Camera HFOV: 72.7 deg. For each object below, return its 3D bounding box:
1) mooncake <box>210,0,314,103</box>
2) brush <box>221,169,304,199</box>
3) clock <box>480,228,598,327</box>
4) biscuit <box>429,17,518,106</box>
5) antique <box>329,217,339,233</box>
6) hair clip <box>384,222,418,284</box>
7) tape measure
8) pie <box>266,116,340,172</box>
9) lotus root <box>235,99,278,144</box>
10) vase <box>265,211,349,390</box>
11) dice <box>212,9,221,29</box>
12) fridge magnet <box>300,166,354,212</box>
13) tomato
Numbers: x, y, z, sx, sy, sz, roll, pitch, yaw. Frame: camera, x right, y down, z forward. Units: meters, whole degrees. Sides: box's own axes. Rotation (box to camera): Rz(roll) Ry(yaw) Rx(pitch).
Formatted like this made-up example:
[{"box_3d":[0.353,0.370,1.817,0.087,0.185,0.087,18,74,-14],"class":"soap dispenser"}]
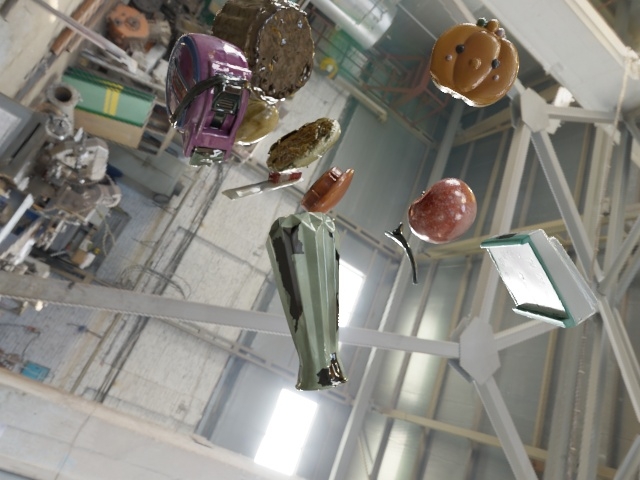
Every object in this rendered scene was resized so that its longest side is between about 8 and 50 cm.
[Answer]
[{"box_3d":[-0.169,-0.594,1.366,0.187,0.324,0.323,29,-94,31],"class":"mooncake"},{"box_3d":[-0.179,-0.191,1.429,0.321,0.060,0.050,-24,136,-44],"class":"brush"},{"box_3d":[0.533,0.078,1.070,0.116,0.231,0.262,-27,177,-1],"class":"clock"},{"box_3d":[0.298,-0.348,0.828,0.170,0.170,0.050,-58,175,0],"class":"biscuit"},{"box_3d":[0.000,0.000,1.625,0.088,0.085,0.183,-8,-152,25],"class":"antique"},{"box_3d":[0.338,0.050,1.710,0.083,0.048,0.275,-26,-128,9],"class":"hair clip"},{"box_3d":[-0.254,-0.324,0.973,0.245,0.150,0.231,-53,-130,38],"class":"tape measure"},{"box_3d":[-0.059,-0.314,1.426,0.275,0.055,0.274,-21,-144,16],"class":"pie"},{"box_3d":[-0.317,-0.480,1.788,0.310,0.182,0.182,-27,-153,7],"class":"lotus root"},{"box_3d":[-0.022,0.125,0.932,0.165,0.165,0.359,-20,-105,58],"class":"vase"},{"box_3d":[-0.327,-0.883,1.922,0.238,0.227,0.232,-68,165,-60],"class":"dice"},{"box_3d":[0.031,-0.242,2.228,0.363,0.155,0.363,-48,-179,2],"class":"fridge magnet"},{"box_3d":[0.479,-0.105,1.700,0.270,0.227,0.270,-32,169,-7],"class":"tomato"}]
